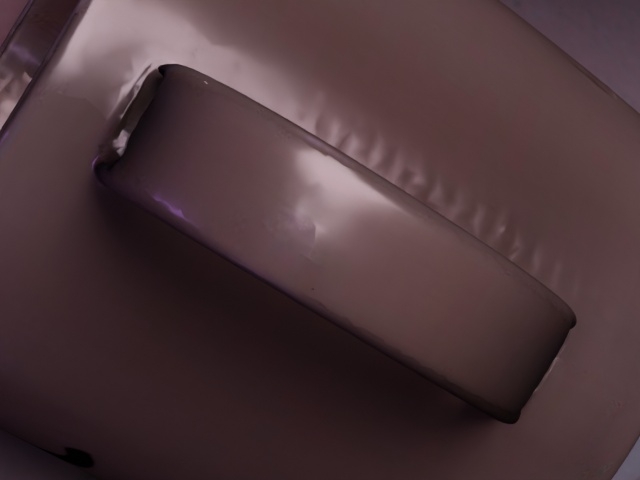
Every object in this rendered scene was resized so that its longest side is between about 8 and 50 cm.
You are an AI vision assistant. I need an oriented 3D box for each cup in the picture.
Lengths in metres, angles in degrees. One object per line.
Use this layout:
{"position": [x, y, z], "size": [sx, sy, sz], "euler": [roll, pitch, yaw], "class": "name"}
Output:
{"position": [0.000, 0.000, 0.540], "size": [0.200, 0.253, 0.191], "euler": [31, 87, -14], "class": "cup"}
